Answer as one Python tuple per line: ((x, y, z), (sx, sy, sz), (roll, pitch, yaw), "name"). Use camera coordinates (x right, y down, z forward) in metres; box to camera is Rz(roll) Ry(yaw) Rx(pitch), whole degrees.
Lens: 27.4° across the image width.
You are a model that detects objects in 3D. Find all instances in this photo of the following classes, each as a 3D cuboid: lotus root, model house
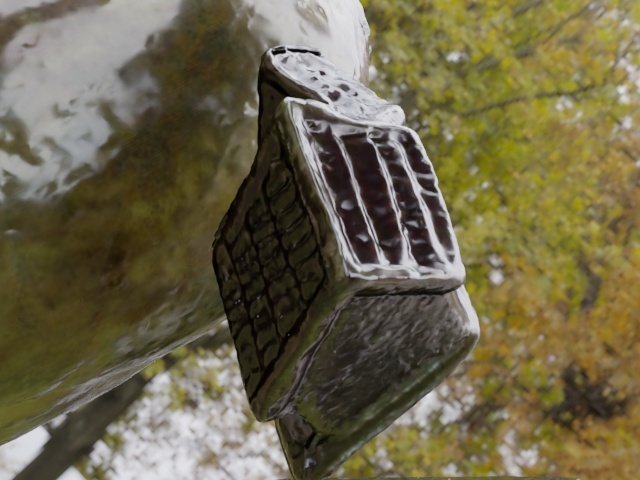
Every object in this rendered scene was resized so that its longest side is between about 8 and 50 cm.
((-0.124, -0.050, 0.717), (0.250, 0.346, 0.250), (37, -33, 30), "lotus root")
((-0.002, -0.006, 0.535), (0.152, 0.106, 0.165), (61, 7, -63), "model house")

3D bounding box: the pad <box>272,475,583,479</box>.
((0.076, 0.202, 0.966), (0.250, 0.055, 0.323), (-4, -16, 18), "pad")
